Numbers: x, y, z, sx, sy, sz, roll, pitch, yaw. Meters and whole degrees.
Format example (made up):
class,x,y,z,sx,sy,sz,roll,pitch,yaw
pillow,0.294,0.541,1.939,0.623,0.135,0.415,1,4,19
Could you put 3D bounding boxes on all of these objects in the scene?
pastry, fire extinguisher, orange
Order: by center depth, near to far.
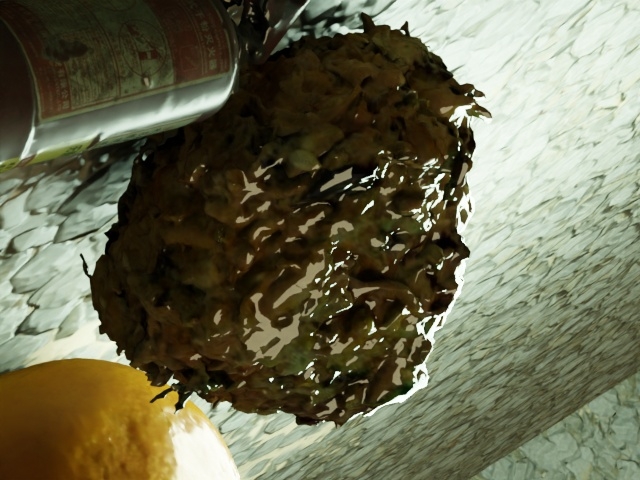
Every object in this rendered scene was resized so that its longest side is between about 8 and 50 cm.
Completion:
class,x,y,z,sx,sy,sz,roll,pitch,yaw
fire extinguisher,-0.082,-0.094,0.810,0.252,0.075,0.106,-18,155,-42
pastry,0.000,0.000,1.012,0.275,0.193,0.275,-30,161,-11
orange,-0.176,0.204,1.165,0.261,0.261,0.261,-31,162,-11
